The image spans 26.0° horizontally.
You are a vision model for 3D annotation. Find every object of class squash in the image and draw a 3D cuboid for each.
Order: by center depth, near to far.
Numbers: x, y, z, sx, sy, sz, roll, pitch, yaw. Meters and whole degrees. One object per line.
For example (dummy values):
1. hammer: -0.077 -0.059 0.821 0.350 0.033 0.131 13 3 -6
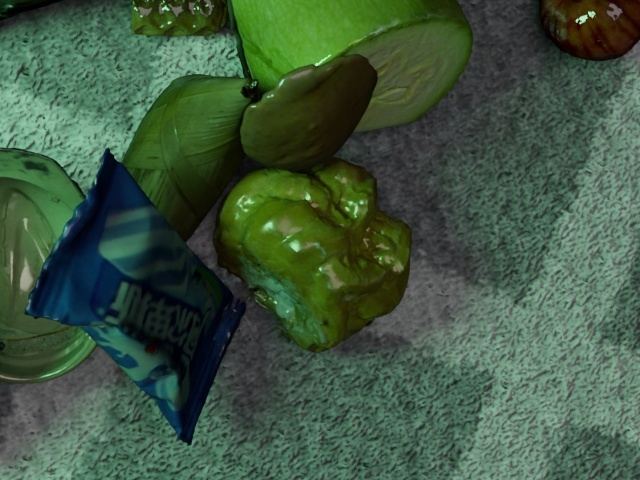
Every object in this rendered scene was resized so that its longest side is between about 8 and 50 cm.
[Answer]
1. squash: 0.002 -0.295 1.491 0.234 0.210 0.309 -14 63 -32

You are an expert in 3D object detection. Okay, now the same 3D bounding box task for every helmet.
1. helmet: -0.313 0.005 1.433 0.204 0.137 0.257 -8 113 -2

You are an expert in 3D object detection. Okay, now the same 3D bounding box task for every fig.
1. fig: 0.313 -0.264 1.572 0.128 0.150 0.128 2 97 15

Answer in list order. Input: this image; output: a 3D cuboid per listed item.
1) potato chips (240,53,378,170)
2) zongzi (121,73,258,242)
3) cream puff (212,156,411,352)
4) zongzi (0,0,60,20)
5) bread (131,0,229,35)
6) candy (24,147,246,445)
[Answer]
1. potato chips: -0.004 -0.118 1.366 0.150 0.201 0.049 -29 71 -13
2. zongzi: -0.138 -0.066 1.416 0.115 0.256 0.228 28 87 -18
3. cream puff: 0.002 -0.001 1.486 0.195 0.195 0.221 -45 103 -6
4. zongzi: -0.295 -0.404 1.389 0.319 0.383 0.362 1 81 -55
5. bread: -0.151 -0.255 1.505 0.110 0.060 0.066 -2 64 -10
6. candy: -0.172 0.067 1.389 0.077 0.331 0.187 8 62 26
